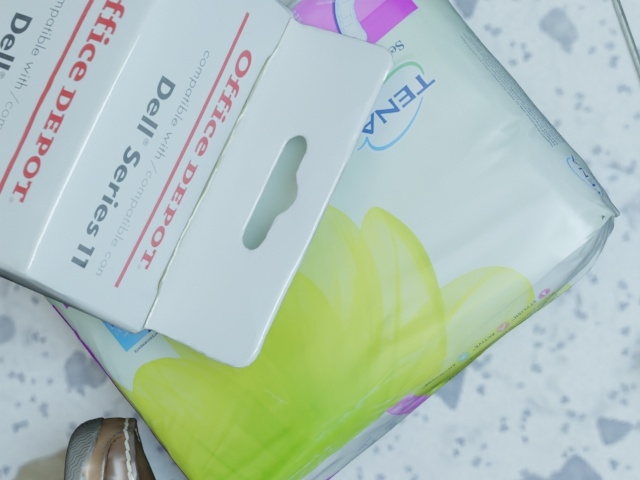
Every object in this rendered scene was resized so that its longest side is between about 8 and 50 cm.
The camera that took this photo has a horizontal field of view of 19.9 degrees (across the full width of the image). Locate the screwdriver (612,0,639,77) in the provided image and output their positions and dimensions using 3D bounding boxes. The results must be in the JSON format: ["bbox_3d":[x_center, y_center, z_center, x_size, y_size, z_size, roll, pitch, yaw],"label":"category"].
[{"bbox_3d":[0.196,-0.074,1.078,0.025,0.024,0.170,-21,84,-19],"label":"screwdriver"}]

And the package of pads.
[{"bbox_3d":[0.000,0.000,1.072,0.296,0.101,0.229,-41,83,9],"label":"package of pads"}]

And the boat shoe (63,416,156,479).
[{"bbox_3d":[-0.069,0.249,1.075,0.116,0.123,0.324,-15,105,1],"label":"boat shoe"}]

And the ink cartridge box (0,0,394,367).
[{"bbox_3d":[-0.159,-0.085,1.014,0.353,0.119,0.207,21,82,32],"label":"ink cartridge box"}]
